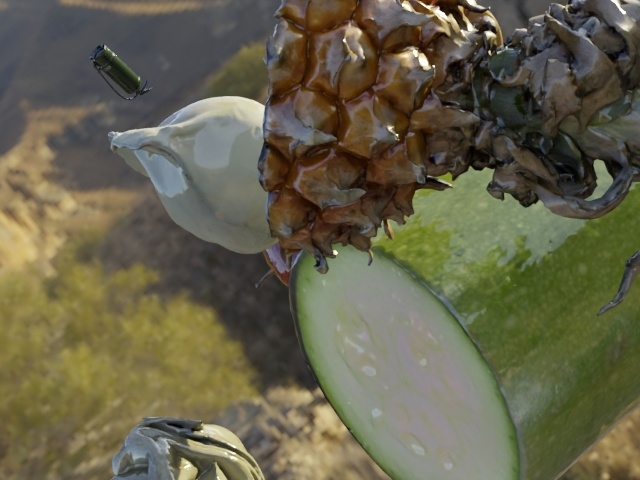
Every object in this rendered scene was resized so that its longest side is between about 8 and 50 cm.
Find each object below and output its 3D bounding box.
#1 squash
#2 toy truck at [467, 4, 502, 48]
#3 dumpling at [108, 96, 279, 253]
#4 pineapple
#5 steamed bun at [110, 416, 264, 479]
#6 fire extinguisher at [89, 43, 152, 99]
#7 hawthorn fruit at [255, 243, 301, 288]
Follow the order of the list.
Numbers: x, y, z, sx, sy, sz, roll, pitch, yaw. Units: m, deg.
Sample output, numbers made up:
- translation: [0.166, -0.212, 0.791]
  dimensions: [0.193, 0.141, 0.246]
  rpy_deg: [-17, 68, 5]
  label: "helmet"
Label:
- translation: [0.193, 0.012, 1.148]
  dimensions: [0.384, 0.263, 0.263]
  rpy_deg: [-34, 4, -28]
  label: "squash"
- translation: [0.127, -0.247, 2.049]
  dimensions: [0.212, 0.288, 0.204]
  rpy_deg: [7, 19, 37]
  label: "toy truck"
- translation: [-0.076, -0.049, 1.149]
  dimensions: [0.111, 0.181, 0.155]
  rpy_deg: [-47, 24, -18]
  label: "dumpling"
- translation: [0.120, -0.093, 0.887]
  dimensions: [0.272, 0.262, 0.262]
  rpy_deg: [8, 22, 12]
  label: "pineapple"
- translation: [-0.140, 0.301, 1.547]
  dimensions: [0.144, 0.218, 0.211]
  rpy_deg: [7, 83, 45]
  label: "steamed bun"
- translation: [-0.237, -0.194, 1.691]
  dimensions: [0.038, 0.083, 0.025]
  rpy_deg: [-56, 33, -12]
  label: "fire extinguisher"
- translation: [0.000, 0.000, 1.628]
  dimensions: [0.162, 0.162, 0.203]
  rpy_deg: [-41, 3, -22]
  label: "hawthorn fruit"
